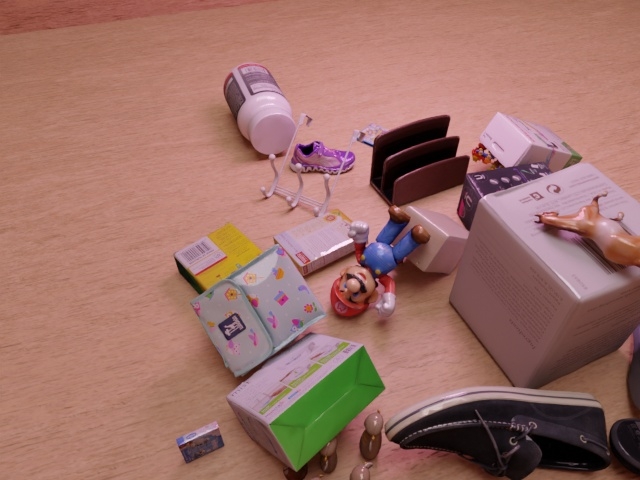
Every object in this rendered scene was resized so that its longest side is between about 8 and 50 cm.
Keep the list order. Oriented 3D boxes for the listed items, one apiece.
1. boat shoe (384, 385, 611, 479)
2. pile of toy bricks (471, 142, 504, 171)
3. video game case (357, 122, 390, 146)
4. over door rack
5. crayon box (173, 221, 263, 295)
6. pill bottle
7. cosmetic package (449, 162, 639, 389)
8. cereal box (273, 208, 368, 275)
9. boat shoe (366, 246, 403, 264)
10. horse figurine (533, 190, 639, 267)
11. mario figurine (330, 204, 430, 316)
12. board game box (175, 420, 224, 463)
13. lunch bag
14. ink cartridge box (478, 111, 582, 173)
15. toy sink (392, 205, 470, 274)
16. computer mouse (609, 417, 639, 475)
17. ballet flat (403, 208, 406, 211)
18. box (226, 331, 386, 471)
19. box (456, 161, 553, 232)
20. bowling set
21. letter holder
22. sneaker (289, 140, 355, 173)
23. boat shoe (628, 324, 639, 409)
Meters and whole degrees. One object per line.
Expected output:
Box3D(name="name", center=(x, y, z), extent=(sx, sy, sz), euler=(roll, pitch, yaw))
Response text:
Box3D(name="boat shoe", center=(0.380, 0.407, 1.070), extent=(0.499, 0.187, 0.156), euler=(5, 50, -12))
Box3D(name="pile of toy bricks", center=(0.593, -0.235, 1.767), extent=(0.212, 0.105, 0.118), euler=(29, 33, -1))
Box3D(name="video game case", center=(0.232, -0.390, 1.972), extent=(0.166, 0.015, 0.119), euler=(29, 52, 25))
Box3D(name="over door rack", center=(-0.036, -0.262, 1.688), extent=(0.239, 0.108, 0.324), euler=(24, 82, 26))
Box3D(name="crayon box", center=(-0.242, 0.102, 1.452), extent=(0.202, 0.081, 0.318), euler=(-32, 53, -27))
Box3D(name="pill bottle", center=(-0.228, -0.495, 1.939), extent=(0.210, 0.210, 0.363), euler=(-15, 48, -14))
Box3D(name="cosmetic package", center=(0.563, 0.092, 1.243), extent=(0.329, 0.394, 0.327), euler=(-18, 50, -17))
Box3D(name="cereal box", center=(0.000, 0.000, 1.563), extent=(0.240, 0.047, 0.173), euler=(-25, 43, -21))
Box3D(name="boat shoe", center=(0.183, 0.038, 1.540), extent=(0.136, 0.043, 0.049), euler=(12, 49, 13))
Box3D(name="horse figurine", center=(0.589, -0.012, 1.027), extent=(0.174, 0.066, 0.263), euler=(-19, 47, -24))
Box3D(name="mario figurine", center=(0.139, 0.069, 1.350), extent=(0.321, 0.170, 0.198), euler=(-52, 36, 10))
Box3D(name="board game box", center=(-0.259, 0.439, 1.121), extent=(0.090, 0.090, 0.020), euler=(-21, 48, -18))
Box3D(name="lunch bag", center=(-0.154, 0.170, 1.250), extent=(0.262, 0.160, 0.224), euler=(-32, 87, -19))
Box3D(name="ink cartridge box", center=(0.714, -0.315, 1.758), extent=(0.278, 0.117, 0.201), euler=(5, 40, -31))
Box3D(name="toy sink", center=(0.328, 0.005, 1.486), extent=(0.153, 0.131, 0.234), euler=(43, 22, 32))
Box3D(name="computer mouse", center=(0.742, 0.463, 1.119), extent=(0.272, 0.072, 0.189), euler=(8, 43, -10))
Box3D(name="ballet flat", center=(0.265, -0.063, 1.640), extent=(0.041, 0.041, 0.114), euler=(17, 49, 16))
Box3D(name="box", center=(-0.038, 0.331, 1.126), extent=(0.262, 0.127, 0.231), euler=(-34, 15, -29))
Box3D(name="box", center=(0.589, -0.125, 1.611), extent=(0.270, 0.165, 0.143), euler=(-9, 47, -9))
Box3D(name="bowling set", center=(0.013, 0.480, 1.038), extent=(0.199, 0.154, 0.287), euler=(9, 46, 8))
Box3D(name="letter holder", center=(0.336, -0.273, 1.720), extent=(0.301, 0.215, 0.152), euler=(-20, 49, -18))
Box3D(name="sneaker", center=(0.008, -0.302, 1.826), extent=(0.236, 0.105, 0.095), euler=(-1, 45, -2))
Box3D(name="boat shoe", center=(0.856, 0.287, 1.252), extent=(0.156, 0.136, 0.367), euler=(22, 40, 16))
